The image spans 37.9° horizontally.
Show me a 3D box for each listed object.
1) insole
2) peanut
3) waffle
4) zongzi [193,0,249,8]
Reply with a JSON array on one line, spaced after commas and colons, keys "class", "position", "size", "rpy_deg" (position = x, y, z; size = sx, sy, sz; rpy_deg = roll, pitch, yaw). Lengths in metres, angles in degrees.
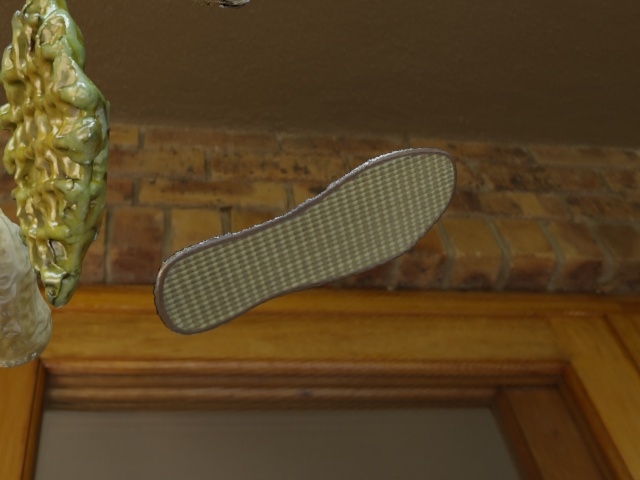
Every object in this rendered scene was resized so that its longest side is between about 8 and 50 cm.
[{"class": "insole", "position": [0.000, 0.000, 0.649], "size": [0.253, 0.005, 0.086], "rpy_deg": [-24, -59, -25]}, {"class": "peanut", "position": [-0.508, 0.079, 1.418], "size": [0.158, 0.174, 0.340], "rpy_deg": [-6, -54, -8]}, {"class": "waffle", "position": [-0.210, -0.076, 0.737], "size": [0.054, 0.204, 0.223], "rpy_deg": [-7, -40, -30]}, {"class": "zongzi", "position": [-0.142, -0.198, 0.575], "size": [0.194, 0.099, 0.197], "rpy_deg": [25, -27, -38]}]
